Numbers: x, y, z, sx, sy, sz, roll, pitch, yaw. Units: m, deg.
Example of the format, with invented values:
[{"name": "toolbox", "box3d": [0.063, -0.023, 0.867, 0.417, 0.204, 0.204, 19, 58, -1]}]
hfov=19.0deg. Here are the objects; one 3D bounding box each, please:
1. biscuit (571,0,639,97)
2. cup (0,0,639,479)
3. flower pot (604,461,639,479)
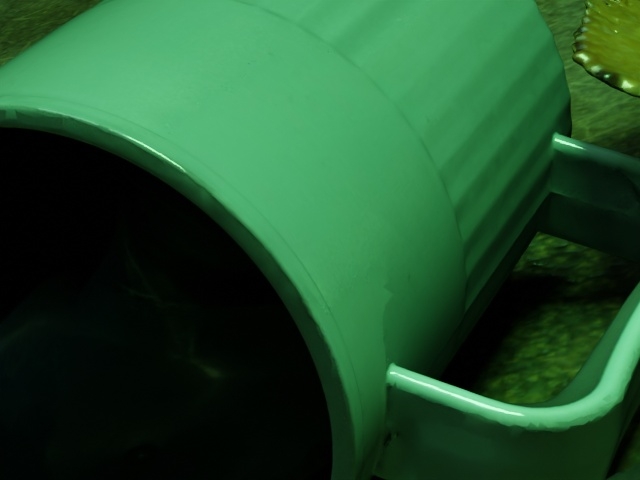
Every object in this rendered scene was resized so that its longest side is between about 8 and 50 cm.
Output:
[{"name": "biscuit", "box3d": [0.248, -0.091, 1.001, 0.237, 0.013, 0.232, 21, 29, 1]}, {"name": "cup", "box3d": [-0.010, -0.018, 0.913, 0.331, 0.256, 0.311, -9, 23, 33]}, {"name": "flower pot", "box3d": [0.136, 0.215, 0.239, 0.294, 0.293, 0.330, -20, 27, 2]}]
